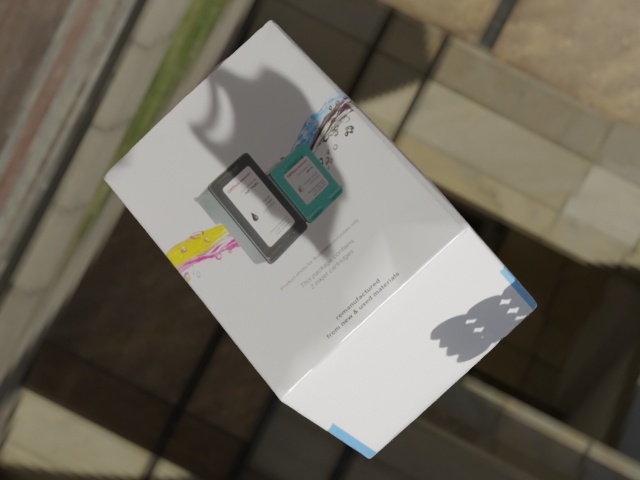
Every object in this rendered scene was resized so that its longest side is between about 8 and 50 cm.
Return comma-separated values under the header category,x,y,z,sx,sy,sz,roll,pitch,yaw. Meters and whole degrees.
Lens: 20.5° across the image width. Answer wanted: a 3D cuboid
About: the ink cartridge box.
category,x,y,z,sx,sy,sz,roll,pitch,yaw
ink cartridge box,0.000,0.000,1.460,0.197,0.270,0.198,-43,149,3
